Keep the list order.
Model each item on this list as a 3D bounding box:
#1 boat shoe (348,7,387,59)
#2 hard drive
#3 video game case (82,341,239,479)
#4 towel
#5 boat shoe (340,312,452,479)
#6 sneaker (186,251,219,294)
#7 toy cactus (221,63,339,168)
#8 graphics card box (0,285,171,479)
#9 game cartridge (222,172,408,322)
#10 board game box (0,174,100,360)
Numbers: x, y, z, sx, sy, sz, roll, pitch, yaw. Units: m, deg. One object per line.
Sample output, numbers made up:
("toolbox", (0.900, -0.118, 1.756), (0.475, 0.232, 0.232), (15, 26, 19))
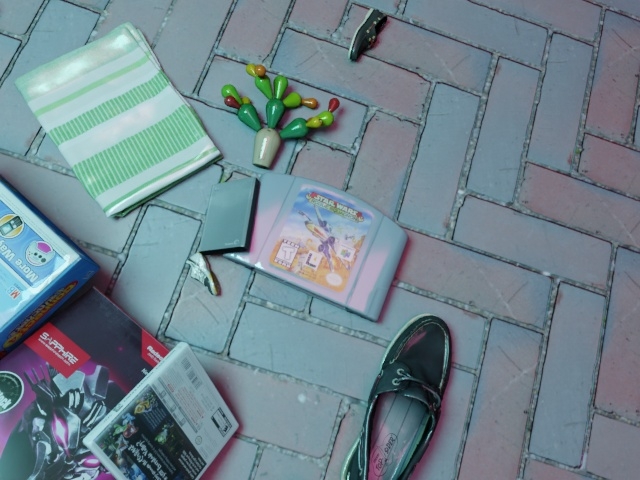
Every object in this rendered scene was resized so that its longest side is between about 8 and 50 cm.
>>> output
("boat shoe", (0.096, -0.419, 0.958), (0.042, 0.049, 0.133), (26, 70, 8))
("hard drive", (-0.158, -0.042, 0.818), (0.094, 0.022, 0.135), (-7, 63, 25))
("video game case", (-0.211, 0.271, 0.664), (0.173, 0.022, 0.190), (-48, 129, -40))
("towel", (-0.367, -0.225, 0.861), (0.248, 0.038, 0.324), (-34, 83, -13))
("boat shoe", (0.139, 0.273, 0.766), (0.127, 0.113, 0.340), (33, 75, 2))
("sneaker", (-0.206, 0.063, 0.820), (0.037, 0.032, 0.083), (-29, 76, 0))
("toy cactus", (-0.084, -0.224, 0.872), (0.219, 0.112, 0.180), (15, 85, -12))
("graphics card box", (-0.372, 0.265, 0.642), (0.233, 0.094, 0.371), (41, 52, 1))
("game cartridge", (0.000, 0.000, 0.847), (0.298, 0.062, 0.198), (23, 79, -1))
("board game box", (-0.534, 0.039, 0.638), (0.308, 0.086, 0.302), (42, 76, 4))
